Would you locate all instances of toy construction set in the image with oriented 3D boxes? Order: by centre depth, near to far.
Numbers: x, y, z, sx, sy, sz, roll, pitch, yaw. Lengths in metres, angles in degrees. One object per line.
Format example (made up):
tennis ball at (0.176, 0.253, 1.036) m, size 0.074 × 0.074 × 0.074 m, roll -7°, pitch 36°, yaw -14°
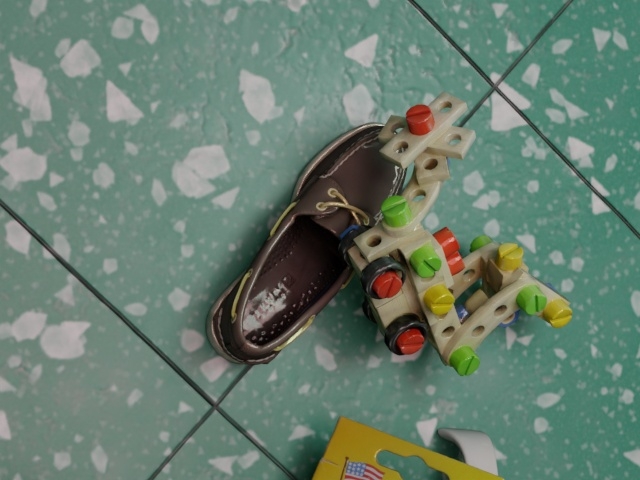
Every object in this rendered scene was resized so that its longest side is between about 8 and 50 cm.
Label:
toy construction set at (0.136, 0.012, 1.911) m, size 0.215 × 0.151 × 0.327 m, roll -30°, pitch 123°, yaw -6°

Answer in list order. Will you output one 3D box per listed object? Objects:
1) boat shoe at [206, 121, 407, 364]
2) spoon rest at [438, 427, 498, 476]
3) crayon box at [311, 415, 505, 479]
boat shoe at (0.000, 0.000, 1.942) m, size 0.116 × 0.097 × 0.324 m, roll 42°, pitch 75°, yaw -11°
spoon rest at (0.159, 0.350, 1.981) m, size 0.137 × 0.084 × 0.276 m, roll 6°, pitch 84°, yaw -18°
crayon box at (0.056, 0.373, 1.900) m, size 0.202 × 0.081 × 0.318 m, roll 21°, pitch 80°, yaw 15°
